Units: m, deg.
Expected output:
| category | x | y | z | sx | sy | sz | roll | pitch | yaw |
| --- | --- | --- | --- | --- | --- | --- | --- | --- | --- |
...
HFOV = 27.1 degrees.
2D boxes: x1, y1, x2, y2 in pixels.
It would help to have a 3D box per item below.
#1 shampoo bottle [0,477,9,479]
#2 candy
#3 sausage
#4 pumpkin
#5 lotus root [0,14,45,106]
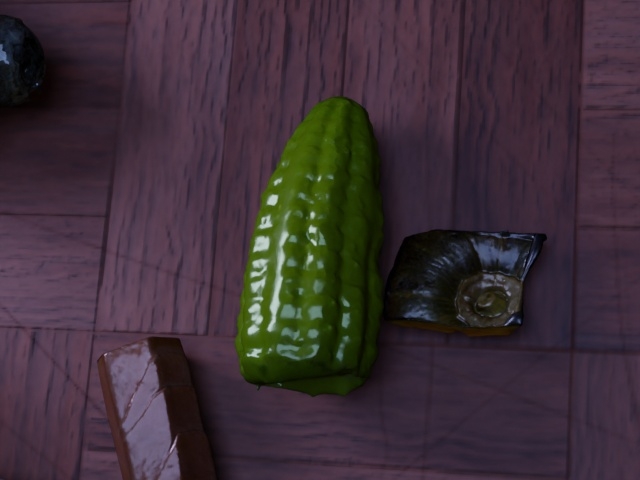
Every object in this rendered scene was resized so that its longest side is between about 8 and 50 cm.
| category | x | y | z | sx | sy | sz | roll | pitch | yaw |
| --- | --- | --- | --- | --- | --- | --- | --- | --- | --- |
| shampoo bottle | -0.207 | 0.198 | 0.902 | 0.099 | 0.043 | 0.072 | 7 | 79 | 14 |
| candy | 0.000 | 0.000 | 0.881 | 0.097 | 0.097 | 0.209 | 3 | 70 | 13 |
| sausage | -0.100 | 0.152 | 0.882 | 0.065 | 0.065 | 0.169 | -18 | 73 | 8 |
| pumpkin | 0.096 | 0.028 | 0.883 | 0.101 | 0.035 | 0.073 | 4 | 67 | 17 |
| lotus root | -0.370 | -0.157 | 0.960 | 0.350 | 0.175 | 0.175 | 17 | 81 | 15 |
